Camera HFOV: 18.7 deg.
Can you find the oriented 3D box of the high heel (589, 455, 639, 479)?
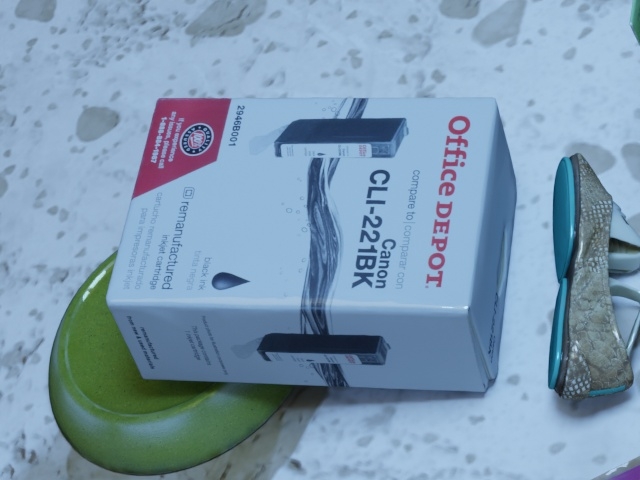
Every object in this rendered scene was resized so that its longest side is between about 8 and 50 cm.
[{"bbox_3d":[0.299,0.163,1.260,0.244,0.082,0.117,-23,79,-8],"label":"high heel"}]

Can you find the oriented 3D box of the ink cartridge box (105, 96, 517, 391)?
[{"bbox_3d":[0.000,0.000,1.459,0.273,0.114,0.197,1,55,13],"label":"ink cartridge box"}]

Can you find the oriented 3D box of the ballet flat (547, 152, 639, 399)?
[{"bbox_3d":[0.202,0.028,1.412,0.067,0.073,0.206,7,58,-1],"label":"ballet flat"}]

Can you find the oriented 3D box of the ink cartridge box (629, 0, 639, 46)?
[{"bbox_3d":[0.284,-0.131,1.379,0.062,0.209,0.109,-4,55,28],"label":"ink cartridge box"}]

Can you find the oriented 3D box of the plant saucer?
[{"bbox_3d":[-0.119,0.072,1.552,0.241,0.037,0.241,-14,50,18],"label":"plant saucer"}]
